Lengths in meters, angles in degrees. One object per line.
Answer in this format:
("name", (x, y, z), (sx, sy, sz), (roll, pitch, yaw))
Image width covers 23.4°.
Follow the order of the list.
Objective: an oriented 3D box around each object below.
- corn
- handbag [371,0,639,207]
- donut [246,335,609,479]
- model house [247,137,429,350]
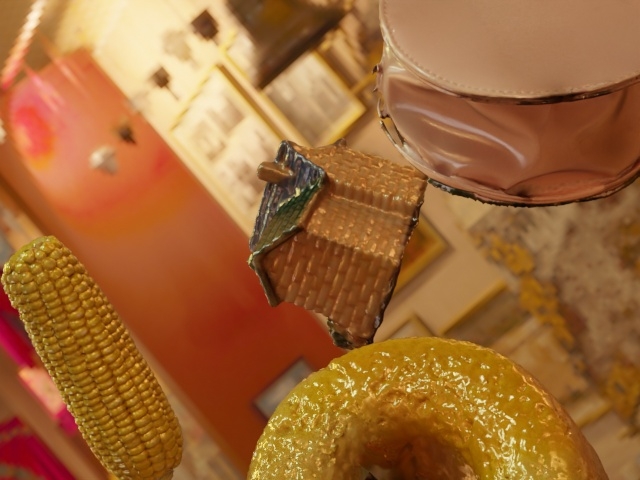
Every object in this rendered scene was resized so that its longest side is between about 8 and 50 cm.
("corn", (-0.159, 0.089, 1.091), (0.067, 0.206, 0.067), (-25, 19, 9))
("handbag", (0.132, -0.110, 0.990), (0.205, 0.179, 0.116), (-11, -43, -15))
("donut", (0.071, 0.201, 1.111), (0.303, 0.303, 0.110), (-40, -33, -15))
("model house", (0.000, 0.000, 1.558), (0.183, 0.172, 0.166), (-70, 2, -61))
